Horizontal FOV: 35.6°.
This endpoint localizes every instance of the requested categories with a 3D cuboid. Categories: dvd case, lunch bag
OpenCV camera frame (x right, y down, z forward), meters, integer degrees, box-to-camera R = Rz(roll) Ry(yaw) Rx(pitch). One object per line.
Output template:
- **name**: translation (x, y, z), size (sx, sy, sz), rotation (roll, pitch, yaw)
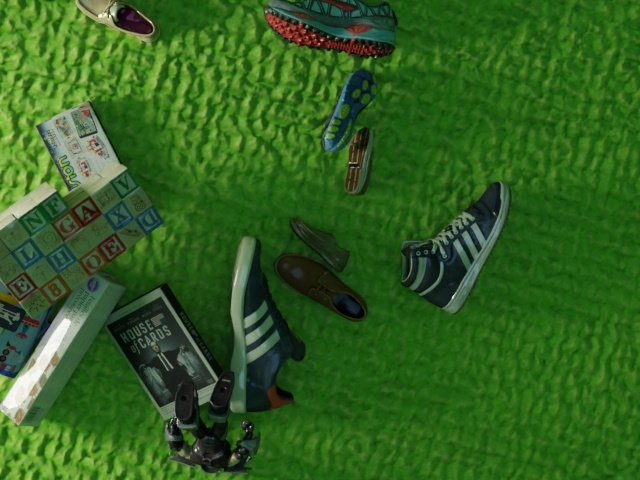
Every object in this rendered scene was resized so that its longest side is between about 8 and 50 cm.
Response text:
- **dvd case**: translation (-0.295, 0.215, 1.906), size (0.179, 0.029, 0.238), rotation (-27, 99, 32)
- **lunch bag**: translation (-0.640, 0.115, 1.871), size (0.293, 0.138, 0.221), rotation (25, 89, -21)

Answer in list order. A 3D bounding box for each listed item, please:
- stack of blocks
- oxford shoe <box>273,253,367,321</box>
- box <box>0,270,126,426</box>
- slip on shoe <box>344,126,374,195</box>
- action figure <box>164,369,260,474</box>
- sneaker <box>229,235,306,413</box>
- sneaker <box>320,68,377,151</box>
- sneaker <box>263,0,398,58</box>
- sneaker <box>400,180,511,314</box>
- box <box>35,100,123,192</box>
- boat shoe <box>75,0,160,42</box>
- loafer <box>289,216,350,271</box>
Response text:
- **stack of blocks**: translation (-0.459, -0.020, 1.815), size (0.297, 0.087, 0.171), rotation (-37, 118, -14)
- **oxford shoe**: translation (0.006, 0.091, 1.962), size (0.212, 0.076, 0.076), rotation (30, 92, -7)
- **box**: translation (-0.489, 0.204, 1.897), size (0.063, 0.067, 0.324), rotation (33, 92, 24)
- **slip on shoe**: translation (0.084, -0.155, 1.973), size (0.041, 0.051, 0.135), rotation (15, 82, -47)
- **action figure**: translation (-0.206, 0.360, 1.883), size (0.185, 0.285, 0.099), rotation (0, 51, -2)
- **sneaker**: translation (-0.101, 0.162, 1.930), size (0.148, 0.131, 0.350), rotation (1, 104, -6)
- **sneaker**: translation (0.049, -0.255, 1.945), size (0.067, 0.078, 0.188), rotation (32, 74, -19)
- **sneaker**: translation (0.020, -0.435, 1.930), size (0.262, 0.104, 0.125), rotation (11, 75, -12)
- **sneaker**: translation (0.260, -0.008, 1.975), size (0.153, 0.099, 0.282), rotation (24, 94, -10)
- **box**: translation (-0.445, -0.150, 1.906), size (0.114, 0.036, 0.207), rotation (-26, 97, -5)
- **boat shoe**: translation (-0.381, -0.430, 1.883), size (0.170, 0.059, 0.063), rotation (23, 91, -8)
- **loafer**: translation (0.000, 0.000, 1.967), size (0.148, 0.056, 0.050), rotation (43, 87, -18)
